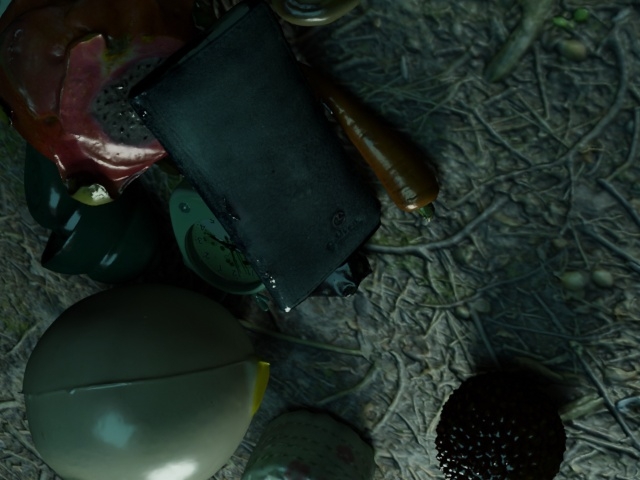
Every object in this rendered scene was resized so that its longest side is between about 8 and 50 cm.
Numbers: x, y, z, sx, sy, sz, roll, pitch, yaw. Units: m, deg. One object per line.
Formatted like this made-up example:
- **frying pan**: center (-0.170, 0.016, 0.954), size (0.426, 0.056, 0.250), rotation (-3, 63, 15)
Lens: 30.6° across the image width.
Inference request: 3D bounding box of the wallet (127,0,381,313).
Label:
- **wallet**: center (-0.060, -0.091, 1.378), size (0.046, 0.190, 0.379), rotation (36, 164, 49)

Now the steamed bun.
- **steamed bun**: center (-0.254, 0.213, 1.660), size (0.334, 0.334, 0.374), rotation (48, 157, -15)

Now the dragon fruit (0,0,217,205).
- **dragon fruit**: center (-0.234, -0.188, 1.357), size (0.189, 0.290, 0.291), rotation (54, 147, 38)

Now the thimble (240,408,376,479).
- **thimble**: center (-0.029, 0.373, 1.808), size (0.211, 0.149, 0.185), rotation (-29, 111, 39)

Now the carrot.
- **carrot**: center (0.060, -0.128, 1.430), size (0.257, 0.061, 0.061), rotation (50, 132, -3)

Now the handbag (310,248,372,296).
- **handbag**: center (0.000, 0.000, 1.556), size (0.115, 0.072, 0.139), rotation (1, 113, 29)

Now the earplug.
- **earplug**: center (-0.312, -0.068, 1.621), size (0.280, 0.164, 0.257), rotation (40, 97, -23)

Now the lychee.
- **lychee**: center (0.239, 0.273, 1.575), size (0.188, 0.188, 0.188), rotation (14, 131, 17)

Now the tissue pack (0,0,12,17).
- **tissue pack**: center (-0.394, -0.353, 1.423), size (0.228, 0.128, 0.311), rotation (33, 135, -1)

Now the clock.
- **clock**: center (-0.120, 0.007, 1.614), size (0.159, 0.066, 0.211), rotation (12, 131, 19)

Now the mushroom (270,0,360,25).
- **mushroom**: center (-0.040, -0.391, 1.236), size (0.159, 0.122, 0.329), rotation (35, 148, 52)
